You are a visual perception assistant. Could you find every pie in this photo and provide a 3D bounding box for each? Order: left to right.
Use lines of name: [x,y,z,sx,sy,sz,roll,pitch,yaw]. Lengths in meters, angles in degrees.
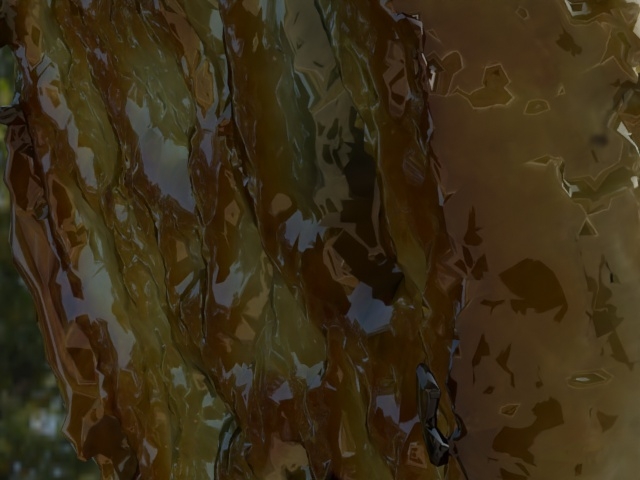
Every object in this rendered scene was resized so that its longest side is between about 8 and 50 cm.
pie: [0.000,0.000,0.480,0.092,0.315,0.315,-13,-37,-23]
